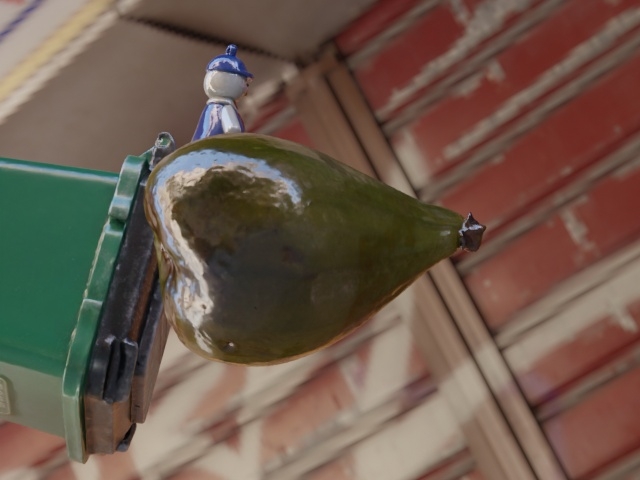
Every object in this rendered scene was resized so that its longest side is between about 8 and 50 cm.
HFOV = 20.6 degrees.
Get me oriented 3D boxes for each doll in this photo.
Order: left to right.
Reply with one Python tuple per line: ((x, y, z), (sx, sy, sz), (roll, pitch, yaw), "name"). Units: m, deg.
((-0.096, -0.120, 1.708), (0.057, 0.143, 0.099), (11, -8, -23), "doll")

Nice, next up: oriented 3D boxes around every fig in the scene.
((-0.005, -0.002, 0.979), (0.185, 0.133, 0.126), (-10, -7, 9), "fig")

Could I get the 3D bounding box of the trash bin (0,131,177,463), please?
((-0.332, 0.024, 1.745), (0.381, 0.295, 0.259), (14, -26, -1), "trash bin")
